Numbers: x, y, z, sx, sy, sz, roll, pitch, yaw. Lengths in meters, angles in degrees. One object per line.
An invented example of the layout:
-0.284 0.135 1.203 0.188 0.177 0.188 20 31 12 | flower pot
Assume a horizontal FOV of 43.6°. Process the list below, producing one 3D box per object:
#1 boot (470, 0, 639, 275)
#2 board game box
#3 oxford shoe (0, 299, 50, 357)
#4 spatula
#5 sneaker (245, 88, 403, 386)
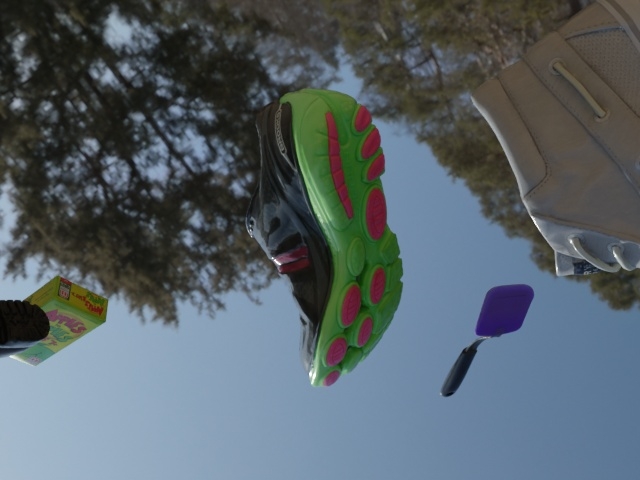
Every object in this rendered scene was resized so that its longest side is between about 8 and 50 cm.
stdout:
0.192 -0.007 0.451 0.123 0.258 0.095 -33 173 16 | boot
-0.417 0.126 1.216 0.181 0.092 0.043 -30 -135 29 | board game box
-0.463 0.119 1.003 0.096 0.227 0.083 -36 -123 26 | oxford shoe
0.242 0.163 1.225 0.084 0.296 0.030 -4 -126 -20 | spatula
0.000 0.000 1.227 0.185 0.482 0.202 -23 -151 -38 | sneaker
